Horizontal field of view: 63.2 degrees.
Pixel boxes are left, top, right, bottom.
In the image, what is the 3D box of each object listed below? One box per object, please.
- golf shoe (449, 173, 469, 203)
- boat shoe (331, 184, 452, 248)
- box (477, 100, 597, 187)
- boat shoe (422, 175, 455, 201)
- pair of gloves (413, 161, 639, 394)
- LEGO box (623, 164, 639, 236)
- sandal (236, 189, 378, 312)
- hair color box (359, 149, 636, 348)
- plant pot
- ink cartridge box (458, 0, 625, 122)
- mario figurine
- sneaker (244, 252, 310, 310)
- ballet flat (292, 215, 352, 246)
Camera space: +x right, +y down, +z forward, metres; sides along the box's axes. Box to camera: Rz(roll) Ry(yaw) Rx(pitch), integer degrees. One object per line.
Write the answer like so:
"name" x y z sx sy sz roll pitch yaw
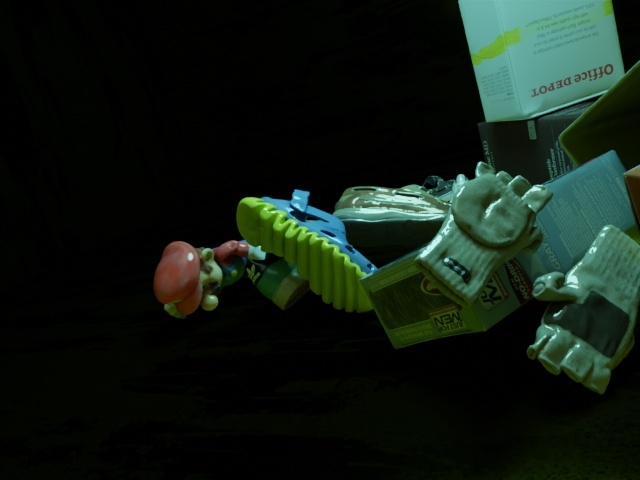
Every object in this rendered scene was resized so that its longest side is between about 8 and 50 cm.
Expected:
"golf shoe" 0.341 -0.116 1.273 0.069 0.086 0.176 -9 12 15
"boat shoe" 0.181 -0.054 0.990 0.324 0.123 0.117 6 59 10
"box" 0.535 -0.207 1.197 0.143 0.191 0.381 -19 13 -10
"boat shoe" 0.310 -0.140 1.439 0.228 0.076 0.080 -26 17 -34
"pair of gloves" 0.235 0.031 0.562 0.204 0.240 0.042 -53 -5 -30
"LEGO box" 0.603 -0.065 0.404 0.500 0.193 0.372 -27 15 -4
"sandal" 0.000 0.000 0.915 0.317 0.126 0.138 38 48 25
"hair color box" 0.260 0.009 0.725 0.374 0.114 0.185 -25 -6 -30
"plant pot" 0.525 -0.145 0.749 0.187 0.212 0.212 -24 -14 -13
"ink cartridge box" 0.485 -0.489 1.169 0.279 0.385 0.160 -19 11 -11
"mario figurine" -0.207 0.084 1.096 0.170 0.198 0.320 25 22 25
"sneaker" -0.033 0.020 1.051 0.302 0.121 0.108 -37 -19 -54
"ballet flat" -0.032 -0.010 1.188 0.248 0.086 0.086 5 6 -20
